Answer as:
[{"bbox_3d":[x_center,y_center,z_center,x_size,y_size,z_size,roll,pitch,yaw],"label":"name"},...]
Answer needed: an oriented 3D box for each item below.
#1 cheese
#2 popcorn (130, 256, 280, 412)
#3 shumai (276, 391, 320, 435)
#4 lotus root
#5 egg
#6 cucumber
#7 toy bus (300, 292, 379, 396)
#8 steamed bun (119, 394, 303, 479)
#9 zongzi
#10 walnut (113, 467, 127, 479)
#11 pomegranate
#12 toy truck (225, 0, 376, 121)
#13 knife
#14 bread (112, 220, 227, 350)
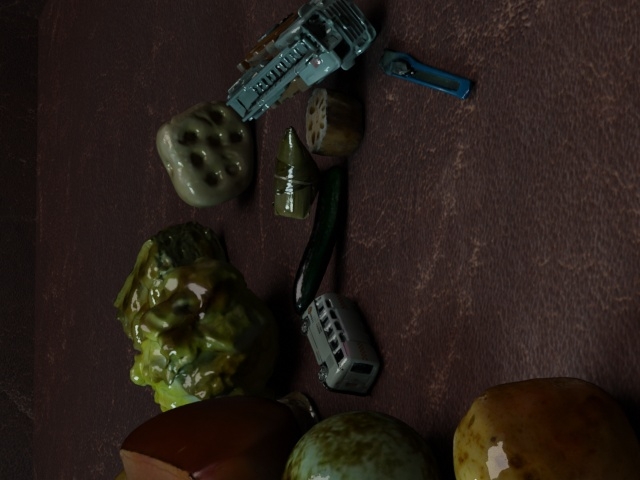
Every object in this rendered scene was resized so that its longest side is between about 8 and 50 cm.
[{"bbox_3d":[-0.242,-0.183,2.418,0.117,0.218,0.235,-23,41,54],"label":"cheese"},{"bbox_3d":[-0.219,0.203,2.191,0.312,0.312,0.312,-26,60,58],"label":"popcorn"},{"bbox_3d":[-0.081,0.363,2.051,0.201,0.120,0.201,-27,58,55],"label":"shumai"},{"bbox_3d":[0.020,-0.207,2.055,0.112,0.081,0.122,-33,55,57],"label":"lotus root"},{"bbox_3d":[0.058,0.382,1.659,0.238,0.238,0.289,-123,31,-52],"label":"egg"},{"bbox_3d":[0.000,0.000,2.036,0.056,0.056,0.284,-11,61,61],"label":"cucumber"},{"bbox_3d":[0.033,0.166,1.929,0.089,0.087,0.194,-59,33,29],"label":"toy bus"},{"bbox_3d":[-0.146,0.377,1.865,0.379,0.248,0.235,-5,104,60],"label":"steamed bun"},{"bbox_3d":[-0.039,-0.144,2.062,0.160,0.078,0.176,-73,-18,-65],"label":"zongzi"},{"bbox_3d":[-0.358,0.577,2.436,0.195,0.195,0.222,-41,49,52],"label":"walnut"},{"bbox_3d":[0.261,0.251,1.346,0.215,0.215,0.215,-26,60,58],"label":"pomegranate"},{"bbox_3d":[-0.040,-0.324,2.054,0.184,0.133,0.338,-48,13,-29],"label":"toy truck"},{"bbox_3d":[0.163,-0.270,1.861,0.044,0.026,0.296,-65,29,5],"label":"knife"},{"bbox_3d":[-0.322,0.104,2.500,0.252,0.196,0.238,-59,36,32],"label":"bread"}]
